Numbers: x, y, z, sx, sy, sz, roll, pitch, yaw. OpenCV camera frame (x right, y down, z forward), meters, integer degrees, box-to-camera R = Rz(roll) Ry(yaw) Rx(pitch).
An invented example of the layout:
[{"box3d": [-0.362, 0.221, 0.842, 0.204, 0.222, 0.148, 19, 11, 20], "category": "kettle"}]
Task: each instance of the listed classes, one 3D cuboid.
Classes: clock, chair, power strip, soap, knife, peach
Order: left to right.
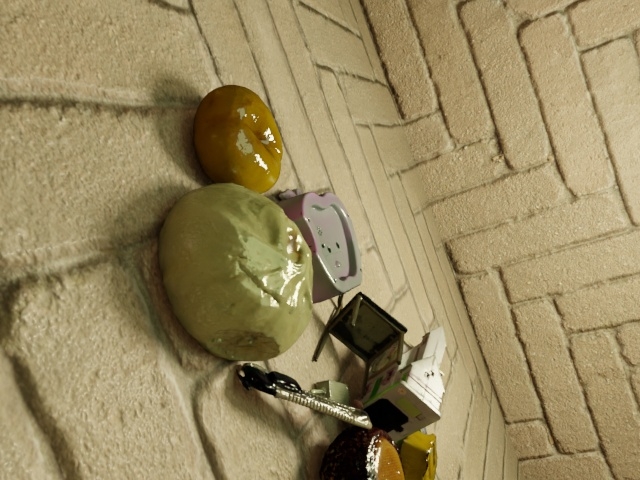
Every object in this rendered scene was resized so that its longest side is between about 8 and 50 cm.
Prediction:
[{"box3d": [-0.174, -0.216, 1.139, 0.251, 0.153, 0.251, 32, 49, -48], "category": "peach"}, {"box3d": [-0.016, 0.326, 1.075, 0.365, 0.043, 0.089, 32, 12, -33], "category": "knife"}, {"box3d": [0.000, 0.000, 1.414, 0.338, 0.102, 0.339, 46, 34, -44], "category": "clock"}, {"box3d": [0.022, 0.383, 1.257, 0.175, 0.042, 0.075, 39, 39, -53], "category": "power strip"}, {"box3d": [0.116, 0.243, 1.375, 0.188, 0.166, 0.272, 39, 24, -6], "category": "chair"}, {"box3d": [0.231, 0.371, 1.420, 0.166, 0.235, 0.309, 42, 38, -3], "category": "clock"}, {"box3d": [0.274, 0.636, 1.447, 0.160, 0.080, 0.257, -61, 150, -35], "category": "soap"}]

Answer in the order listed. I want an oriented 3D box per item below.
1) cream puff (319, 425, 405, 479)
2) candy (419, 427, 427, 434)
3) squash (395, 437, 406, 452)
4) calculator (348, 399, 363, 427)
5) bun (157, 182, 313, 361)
[{"box3d": [0.093, 0.540, 1.150, 0.239, 0.164, 0.239, 46, 34, -44], "category": "cream puff"}, {"box3d": [0.296, 0.532, 1.724, 0.088, 0.061, 0.312, 7, 67, -67], "category": "candy"}, {"box3d": [0.209, 0.546, 1.496, 0.137, 0.137, 0.287, 58, 39, -28], "category": "squash"}, {"box3d": [0.100, 0.482, 1.299, 0.024, 0.103, 0.166, -12, 100, -22], "category": "calculator"}, {"box3d": [-0.125, 0.049, 0.989, 0.364, 0.202, 0.364, 50, 30, -42], "category": "bun"}]
